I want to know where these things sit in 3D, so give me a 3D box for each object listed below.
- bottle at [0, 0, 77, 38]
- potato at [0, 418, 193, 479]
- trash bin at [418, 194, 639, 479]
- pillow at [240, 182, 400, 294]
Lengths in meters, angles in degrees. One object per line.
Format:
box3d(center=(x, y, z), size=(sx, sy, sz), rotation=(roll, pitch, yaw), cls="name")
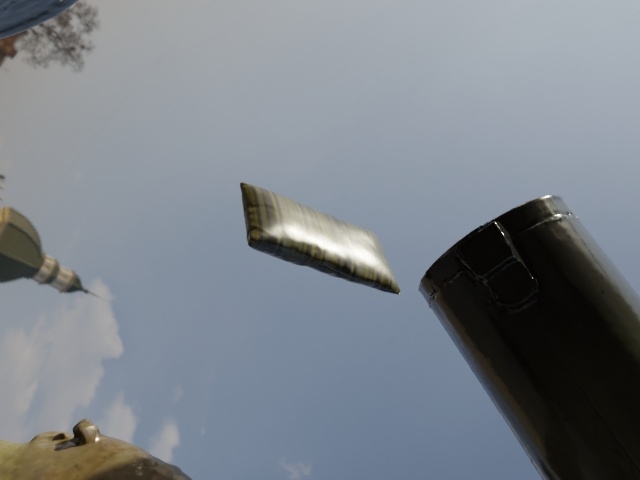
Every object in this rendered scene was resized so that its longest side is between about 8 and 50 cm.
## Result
box3d(center=(-0.259, -0.284, 0.300), size=(0.144, 0.336, 0.144), rotation=(-27, -170, 5), cls="bottle")
box3d(center=(-0.200, 0.205, 0.312), size=(0.264, 0.189, 0.211), rotation=(-32, -104, 24), cls="potato")
box3d(center=(0.273, 0.126, 0.641), size=(0.203, 0.252, 0.301), rotation=(-35, -113, 13), cls="trash bin")
box3d(center=(0.000, 0.000, 0.667), size=(0.038, 0.203, 0.113), rotation=(-52, -148, 28), cls="pillow")
